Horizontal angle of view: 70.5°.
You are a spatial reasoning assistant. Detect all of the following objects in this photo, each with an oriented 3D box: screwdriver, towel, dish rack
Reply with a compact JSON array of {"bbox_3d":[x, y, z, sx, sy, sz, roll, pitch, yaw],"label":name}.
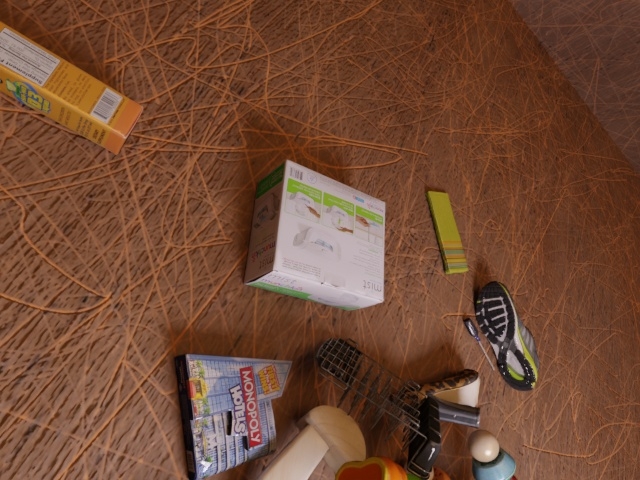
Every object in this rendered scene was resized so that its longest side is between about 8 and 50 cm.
[{"bbox_3d":[0.435,0.280,1.221,0.025,0.024,0.170,-37,100,-11],"label":"screwdriver"},{"bbox_3d":[0.355,-0.024,1.274,0.102,0.021,0.238,1,72,-43],"label":"towel"},{"bbox_3d":[0.104,0.290,0.850,0.271,0.074,0.208,33,9,9],"label":"dish rack"}]

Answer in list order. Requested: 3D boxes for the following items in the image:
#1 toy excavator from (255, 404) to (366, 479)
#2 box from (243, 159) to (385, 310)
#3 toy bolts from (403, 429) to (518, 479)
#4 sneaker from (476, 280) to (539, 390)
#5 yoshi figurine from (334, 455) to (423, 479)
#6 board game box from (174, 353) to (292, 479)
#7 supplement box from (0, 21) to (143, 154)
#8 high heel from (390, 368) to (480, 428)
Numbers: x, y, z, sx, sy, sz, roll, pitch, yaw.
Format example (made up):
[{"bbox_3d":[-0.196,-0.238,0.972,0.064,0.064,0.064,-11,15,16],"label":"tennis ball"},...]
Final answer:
[{"bbox_3d":[-0.075,0.500,0.638,0.432,0.222,0.446,-5,60,-28],"label":"toy excavator"},{"bbox_3d":[0.000,0.000,0.922,0.261,0.126,0.231,18,64,-32],"label":"box"},{"bbox_3d":[0.288,0.483,0.874,0.228,0.218,0.159,-27,95,-10],"label":"toy bolts"},{"bbox_3d":[0.524,0.254,1.258,0.121,0.111,0.300,-19,91,-50],"label":"sneaker"},{"bbox_3d":[0.160,0.460,0.687,0.362,0.203,0.204,36,71,-32],"label":"yoshi figurine"},{"bbox_3d":[-0.132,0.274,0.766,0.194,0.060,0.194,-2,75,-37],"label":"board game box"},{"bbox_3d":[-0.415,-0.238,0.726,0.233,0.078,0.080,31,60,-24],"label":"supplement box"},{"bbox_3d":[0.270,0.342,1.052,0.261,0.186,0.093,-13,109,-71],"label":"high heel"}]
